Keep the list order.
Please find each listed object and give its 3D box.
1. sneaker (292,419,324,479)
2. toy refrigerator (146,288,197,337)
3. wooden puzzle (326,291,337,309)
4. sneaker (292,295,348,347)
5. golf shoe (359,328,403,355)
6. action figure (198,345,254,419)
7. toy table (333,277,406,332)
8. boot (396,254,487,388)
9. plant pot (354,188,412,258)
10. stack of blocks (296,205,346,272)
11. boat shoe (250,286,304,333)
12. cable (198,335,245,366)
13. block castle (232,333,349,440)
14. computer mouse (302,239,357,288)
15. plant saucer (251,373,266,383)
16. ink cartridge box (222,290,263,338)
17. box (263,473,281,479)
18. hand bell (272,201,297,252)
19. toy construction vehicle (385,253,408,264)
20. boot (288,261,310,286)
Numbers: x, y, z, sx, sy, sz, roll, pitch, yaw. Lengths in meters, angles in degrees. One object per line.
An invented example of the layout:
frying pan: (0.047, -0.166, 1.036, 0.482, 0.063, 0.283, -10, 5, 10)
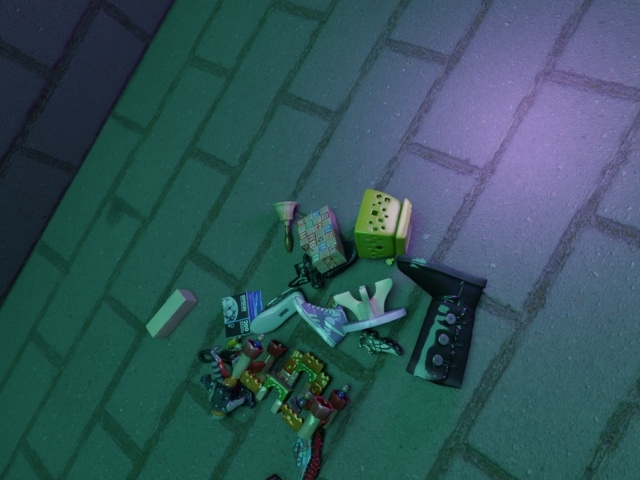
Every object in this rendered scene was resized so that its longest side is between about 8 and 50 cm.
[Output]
sneaker: (-0.062, 0.902, 1.735, 0.125, 0.104, 0.262, 2, 76, 44)
toy refrigerator: (-0.786, 0.383, 2.148, 0.094, 0.102, 0.270, 43, 96, 25)
wooden puzzle: (0.059, 0.280, 1.867, 0.049, 0.006, 0.083, 25, 88, 26)
sneaker: (0.013, 0.319, 1.816, 0.282, 0.102, 0.161, 44, 92, 4)
golf shoe: (0.253, 0.449, 1.716, 0.198, 0.077, 0.094, 23, 98, 33)
action figure: (-0.481, 0.671, 1.898, 0.340, 0.178, 0.331, 4, 92, 28)
toy table: (0.201, 0.267, 1.698, 0.273, 0.252, 0.161, -17, 85, -6)
boot: (0.420, 0.312, 1.600, 0.366, 0.146, 0.446, 17, 87, 9)
plant pot: (0.274, -0.057, 1.721, 0.206, 0.228, 0.227, 9, 63, 18)
stack of blocks: (0.000, 0.000, 1.852, 0.171, 0.087, 0.297, -28, 44, 15)
boat shoe: (-0.208, 0.323, 1.921, 0.301, 0.108, 0.102, -39, 30, 9)
cable: (-0.476, 0.571, 2.014, 0.287, 0.072, 0.140, -23, 86, 29)
block castle: (-0.111, 0.583, 1.704, 0.453, 0.303, 0.213, 32, 90, 25)
computer mouse: (0.060, 0.093, 1.879, 0.272, 0.072, 0.189, -30, 63, 18)
plant saucer: (-0.290, 0.648, 1.923, 0.083, 0.013, 0.084, -6, 75, 22)
ink cartridge box: (-0.382, 0.366, 2.013, 0.208, 0.045, 0.207, -17, 71, 17)
box: (-0.197, 1.125, 1.681, 0.203, 0.168, 0.167, 32, 90, 26)
hand bell: (-0.166, -0.062, 2.006, 0.126, 0.126, 0.243, -7, 86, 21)
toy construction vehicle: (0.324, 0.062, 1.796, 0.098, 0.035, 0.086, -35, 67, 3)
boot: (-0.106, 0.162, 1.945, 0.121, 0.045, 0.099, -19, 73, 10)
